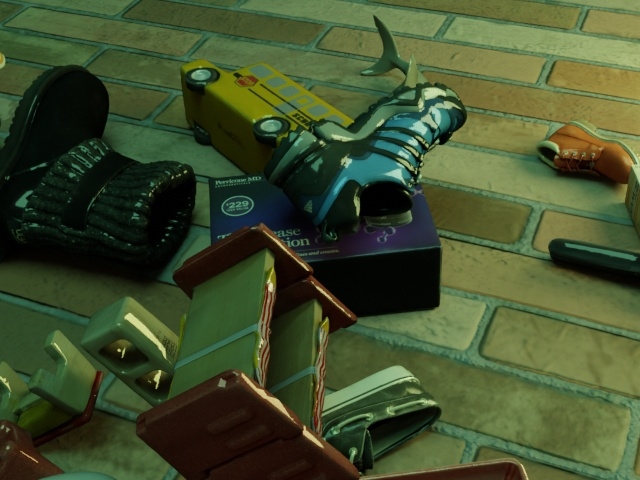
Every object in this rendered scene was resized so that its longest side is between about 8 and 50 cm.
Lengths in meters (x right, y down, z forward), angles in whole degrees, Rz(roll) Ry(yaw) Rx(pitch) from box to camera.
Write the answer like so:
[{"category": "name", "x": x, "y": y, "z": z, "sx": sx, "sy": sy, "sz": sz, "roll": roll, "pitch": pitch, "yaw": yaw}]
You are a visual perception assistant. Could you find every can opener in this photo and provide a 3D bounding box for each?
[{"category": "can opener", "x": 0.366, "y": 0.025, "z": 1.059, "sx": 0.186, "sy": 0.059, "sz": 0.073, "roll": 6, "pitch": 67, "yaw": 26}]

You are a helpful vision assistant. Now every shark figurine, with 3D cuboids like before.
[{"category": "shark figurine", "x": 0.126, "y": -0.244, "z": 1.348, "sx": 0.166, "sy": 0.116, "sz": 0.278, "roll": 6, "pitch": 43, "yaw": 9}]

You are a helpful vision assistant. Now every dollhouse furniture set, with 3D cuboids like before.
[{"category": "dollhouse furniture set", "x": -0.157, "y": 0.163, "z": 0.819, "sx": 0.374, "sy": 0.152, "sz": 0.201, "roll": -28, "pitch": 32, "yaw": 24}]

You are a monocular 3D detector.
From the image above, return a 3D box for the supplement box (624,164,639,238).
[{"category": "supplement box", "x": 0.419, "y": -0.044, "z": 1.126, "sx": 0.036, "sy": 0.062, "sz": 0.098, "roll": -3, "pitch": 40, "yaw": 3}]

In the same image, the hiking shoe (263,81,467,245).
[{"category": "hiking shoe", "x": 0.075, "y": -0.089, "z": 1.045, "sx": 0.304, "sy": 0.113, "sz": 0.132, "roll": -26, "pitch": 75, "yaw": -35}]

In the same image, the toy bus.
[{"category": "toy bus", "x": -0.069, "y": -0.160, "z": 1.263, "sx": 0.130, "sy": 0.108, "sz": 0.332, "roll": -28, "pitch": 46, "yaw": -26}]

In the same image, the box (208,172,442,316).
[{"category": "box", "x": 0.000, "y": 0.000, "z": 1.079, "sx": 0.261, "sy": 0.103, "sz": 0.184, "roll": -7, "pitch": 38, "yaw": -4}]

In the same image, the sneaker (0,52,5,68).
[{"category": "sneaker", "x": -0.495, "y": -0.114, "z": 1.144, "sx": 0.127, "sy": 0.321, "sz": 0.126, "roll": 10, "pitch": 17, "yaw": -40}]

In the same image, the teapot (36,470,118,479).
[{"category": "teapot", "x": -0.220, "y": 0.298, "z": 0.646, "sx": 0.187, "sy": 0.256, "sz": 0.252, "roll": -13, "pitch": 49, "yaw": -4}]

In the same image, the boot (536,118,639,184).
[{"category": "boot", "x": 0.367, "y": -0.109, "z": 1.216, "sx": 0.084, "sy": 0.059, "sz": 0.158, "roll": -24, "pitch": 36, "yaw": -18}]

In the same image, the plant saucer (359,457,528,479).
[{"category": "plant saucer", "x": 0.076, "y": 0.315, "z": 0.741, "sx": 0.258, "sy": 0.048, "sz": 0.259, "roll": -6, "pitch": 41, "yaw": -3}]

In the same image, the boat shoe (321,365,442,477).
[{"category": "boat shoe", "x": 0.022, "y": 0.194, "z": 0.864, "sx": 0.219, "sy": 0.078, "sz": 0.070, "roll": -25, "pitch": 44, "yaw": -26}]

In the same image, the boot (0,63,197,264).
[{"category": "boot", "x": -0.285, "y": -0.107, "z": 1.195, "sx": 0.260, "sy": 0.131, "sz": 0.348, "roll": 0, "pitch": 51, "yaw": 15}]
